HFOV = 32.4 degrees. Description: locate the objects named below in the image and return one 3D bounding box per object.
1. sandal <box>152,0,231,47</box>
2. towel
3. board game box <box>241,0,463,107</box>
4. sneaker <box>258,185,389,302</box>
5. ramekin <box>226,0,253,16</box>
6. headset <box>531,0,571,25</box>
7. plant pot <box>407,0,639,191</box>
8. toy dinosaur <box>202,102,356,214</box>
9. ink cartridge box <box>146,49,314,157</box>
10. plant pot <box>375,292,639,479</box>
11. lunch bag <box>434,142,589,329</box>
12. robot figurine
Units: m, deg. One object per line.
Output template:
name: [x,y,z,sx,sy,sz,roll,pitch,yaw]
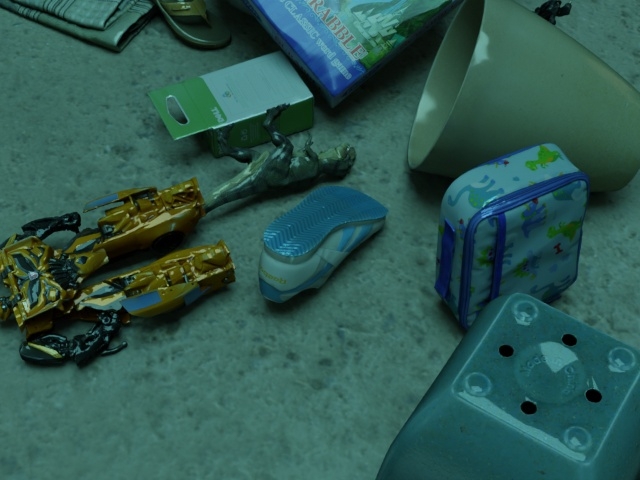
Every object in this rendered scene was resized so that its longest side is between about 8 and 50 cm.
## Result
sandal: [-0.208,-0.362,1.674,0.072,0.049,0.180,-37,81,-32]
towel: [-0.366,-0.456,1.765,0.324,0.056,0.312,23,54,15]
board game box: [0.037,-0.410,1.565,0.318,0.066,0.318,-40,87,-6]
sneaker: [0.000,0.000,1.396,0.087,0.092,0.229,33,38,25]
ramekin: [-0.062,-0.469,1.669,0.277,0.135,0.277,0,84,-3]
headset: [0.237,-0.488,1.655,0.243,0.185,0.394,-33,97,7]
plant pot: [0.289,-0.171,1.459,0.274,0.256,0.256,19,51,-8]
toy dinosaur: [-0.075,-0.110,1.470,0.268,0.064,0.118,-21,94,-17]
ink cartridge box: [-0.125,-0.185,1.550,0.209,0.062,0.109,-20,55,-16]
plant pot: [0.213,0.199,1.132,0.247,0.252,0.248,27,55,19]
lunch bag: [0.223,0.002,1.311,0.176,0.219,0.090,-19,48,-17]
robot figurine: [-0.265,0.031,1.350,0.291,0.085,0.211,-20,63,-15]
